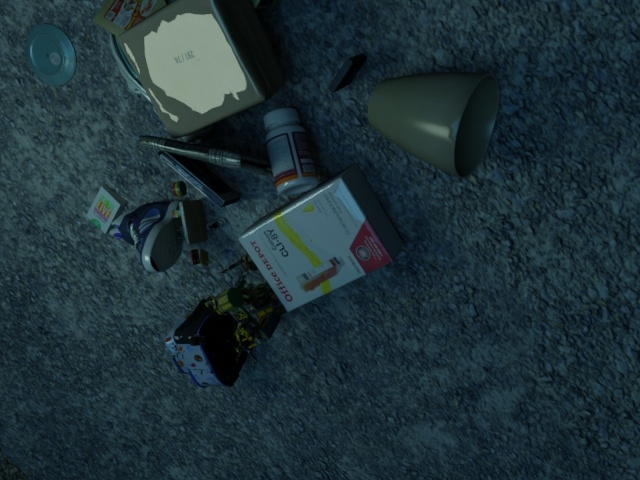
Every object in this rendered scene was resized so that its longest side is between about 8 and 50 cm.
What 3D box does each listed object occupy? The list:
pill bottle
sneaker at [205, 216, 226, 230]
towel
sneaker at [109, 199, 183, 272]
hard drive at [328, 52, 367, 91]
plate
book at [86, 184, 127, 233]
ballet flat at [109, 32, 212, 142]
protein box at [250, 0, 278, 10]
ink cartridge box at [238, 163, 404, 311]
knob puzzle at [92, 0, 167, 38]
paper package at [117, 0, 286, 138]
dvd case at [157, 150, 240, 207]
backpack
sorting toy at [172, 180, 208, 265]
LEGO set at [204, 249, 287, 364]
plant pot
[{"bbox_3d":[-0.086,-0.246,1.740,0.121,0.121,0.221,-18,80,25],"label":"pill bottle"},{"bbox_3d":[-0.341,-0.049,1.994,0.083,0.037,0.032,-25,103,28],"label":"sneaker"},{"bbox_3d":[-0.297,-0.231,1.751,0.312,0.324,0.056,13,96,15],"label":"towel"},{"bbox_3d":[-0.553,-0.002,1.932,0.236,0.323,0.130,-10,126,16],"label":"sneaker"},{"bbox_3d":[0.072,-0.436,1.630,0.022,0.135,0.094,38,118,2],"label":"hard drive"},{"bbox_3d":[-0.851,-0.580,1.965,0.188,0.024,0.188,7,112,17],"label":"plate"},{"bbox_3d":[-0.724,-0.105,2.114,0.096,0.035,0.144,41,120,4],"label":"book"},{"bbox_3d":[-0.485,-0.443,1.843,0.400,0.139,0.139,47,119,-4],"label":"ballet flat"},{"bbox_3d":[-0.169,-0.731,1.594,0.201,0.136,0.200,39,119,1],"label":"protein box"},{"bbox_3d":[0.000,0.000,1.821,0.385,0.160,0.279,-28,100,27],"label":"ink cartridge box"},{"bbox_3d":[-0.515,-0.640,1.776,0.213,0.030,0.213,0,82,2],"label":"knob puzzle"},{"bbox_3d":[-0.297,-0.462,1.605,0.325,0.168,0.309,-15,111,30],"label":"paper package"},{"bbox_3d":[-0.356,-0.190,1.862,0.239,0.179,0.029,41,102,0],"label":"dvd case"},{"bbox_3d":[-0.361,0.347,2.049,0.213,0.276,0.263,-12,113,29],"label":"backpack"},{"bbox_3d":[-0.405,-0.047,1.944,0.046,0.132,0.274,-8,95,16],"label":"sorting toy"},{"bbox_3d":[-0.231,0.193,1.917,0.192,0.331,0.255,-29,117,34],"label":"LEGO set"},{"bbox_3d":[0.267,-0.312,1.572,0.274,0.256,0.256,21,118,30],"label":"plant pot"}]
